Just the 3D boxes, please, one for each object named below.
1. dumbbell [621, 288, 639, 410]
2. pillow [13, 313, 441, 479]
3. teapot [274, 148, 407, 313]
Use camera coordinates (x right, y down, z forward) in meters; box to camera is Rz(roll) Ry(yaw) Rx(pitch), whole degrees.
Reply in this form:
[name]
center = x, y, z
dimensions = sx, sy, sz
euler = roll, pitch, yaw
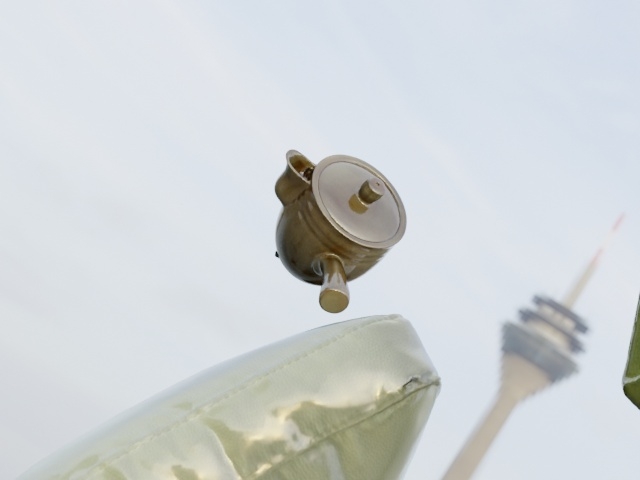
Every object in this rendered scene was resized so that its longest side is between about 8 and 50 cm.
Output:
[dumbbell]
center = 0.220, 0.063, 0.752
dimensions = 0.121, 0.108, 0.302
euler = -20, -19, 19
[pillow]
center = -0.073, 0.158, 0.857
dimensions = 0.120, 0.255, 0.322
euler = 57, -18, 16
[teapot]
center = 0.000, 0.000, 0.968
dimensions = 0.085, 0.110, 0.080
euler = 30, -47, -16
